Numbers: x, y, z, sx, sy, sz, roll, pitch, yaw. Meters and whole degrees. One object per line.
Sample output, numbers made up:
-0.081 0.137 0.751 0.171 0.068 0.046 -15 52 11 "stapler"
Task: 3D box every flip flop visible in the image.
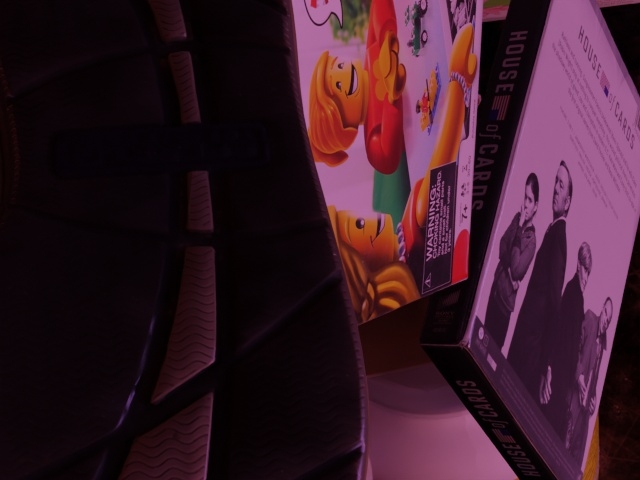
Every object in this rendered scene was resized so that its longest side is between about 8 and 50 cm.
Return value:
-0.051 0.013 0.415 0.080 0.112 0.277 99 -12 -53 "flip flop"

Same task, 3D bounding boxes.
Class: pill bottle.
0.087 0.101 1.013 0.334 0.188 0.188 73 14 -59 "pill bottle"

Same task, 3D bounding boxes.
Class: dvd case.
0.121 -0.008 0.808 0.179 0.030 0.238 53 46 -48 "dvd case"

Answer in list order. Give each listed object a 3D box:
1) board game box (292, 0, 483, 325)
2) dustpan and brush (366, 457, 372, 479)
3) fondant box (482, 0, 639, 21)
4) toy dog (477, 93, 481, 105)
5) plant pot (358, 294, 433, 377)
0.000 -0.116 0.579 0.193 0.053 0.305 -19 115 -56 "board game box"
-0.004 0.151 0.847 0.211 0.060 0.147 -43 141 -72 "dustpan and brush"
0.068 -0.194 0.864 0.330 0.238 0.096 27 57 -81 "fondant box"
0.140 -0.036 1.596 0.333 0.161 0.220 55 31 -76 "toy dog"
0.000 0.000 0.774 0.096 0.109 0.109 -103 -179 -48 "plant pot"
